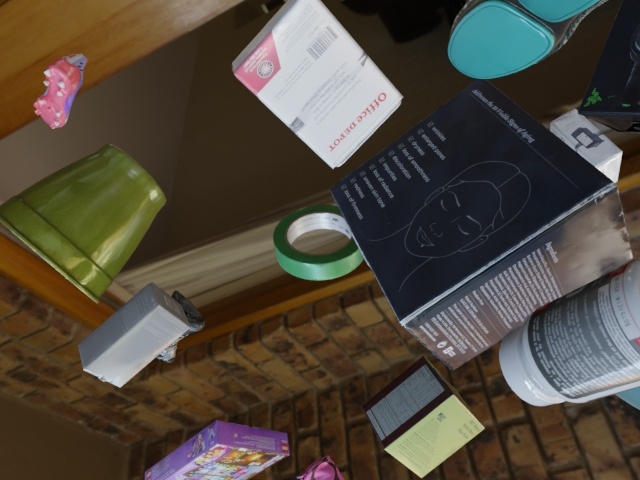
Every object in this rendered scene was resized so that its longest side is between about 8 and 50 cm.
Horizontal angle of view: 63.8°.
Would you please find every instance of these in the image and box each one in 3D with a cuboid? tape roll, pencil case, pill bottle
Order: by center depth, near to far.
[{"bbox_3d":[0.420,0.154,0.789,0.161,0.283,0.162,12,-123,-20],"label":"pill bottle"},{"bbox_3d":[0.032,0.634,1.235,0.209,0.095,0.098,53,-154,20],"label":"pencil case"},{"bbox_3d":[0.000,0.000,1.771,0.321,0.320,0.077,-90,-5,-51],"label":"tape roll"}]

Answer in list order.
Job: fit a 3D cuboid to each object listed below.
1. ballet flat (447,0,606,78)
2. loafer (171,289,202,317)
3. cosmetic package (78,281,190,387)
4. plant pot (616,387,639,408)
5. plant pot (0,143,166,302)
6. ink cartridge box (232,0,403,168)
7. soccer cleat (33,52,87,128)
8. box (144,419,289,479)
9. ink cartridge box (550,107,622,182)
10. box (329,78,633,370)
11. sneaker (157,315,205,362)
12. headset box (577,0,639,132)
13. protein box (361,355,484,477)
[{"bbox_3d":[0.335,-0.380,0.758,0.164,0.182,0.483,34,-179,-3],"label":"ballet flat"},{"bbox_3d":[-0.397,0.211,1.552,0.170,0.062,0.061,65,-161,-53],"label":"loafer"},{"bbox_3d":[-0.458,0.235,1.268,0.107,0.238,0.127,51,178,45],"label":"cosmetic package"},{"bbox_3d":[0.616,0.234,0.936,0.234,0.166,0.165,46,175,-25],"label":"plant pot"},{"bbox_3d":[-0.645,-0.074,1.465,0.366,0.353,0.367,35,159,15],"label":"plant pot"},{"bbox_3d":[-0.004,-0.243,0.791,0.218,0.158,0.092,40,-168,-27],"label":"ink cartridge box"},{"bbox_3d":[-0.602,-0.344,1.203,0.083,0.248,0.095,44,-125,-12],"label":"soccer cleat"},{"bbox_3d":[-0.242,0.515,1.188,0.200,0.293,0.057,27,-145,-36],"label":"box"},{"bbox_3d":[0.883,-0.295,1.723,0.172,0.100,0.237,52,-169,-53],"label":"ink cartridge box"},{"bbox_3d":[0.345,-0.049,1.212,0.297,0.471,0.480,42,-163,-42],"label":"box"},{"bbox_3d":[-0.416,0.288,1.492,0.086,0.228,0.132,-2,-94,-54],"label":"sneaker"},{"bbox_3d":[0.665,-0.335,0.973,0.131,0.283,0.246,15,-170,-21],"label":"headset box"},{"bbox_3d":[0.250,0.430,1.254,0.200,0.201,0.136,47,-175,-36],"label":"protein box"}]
